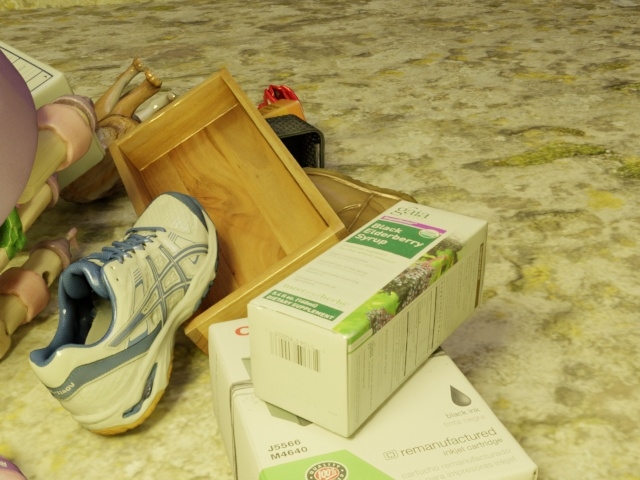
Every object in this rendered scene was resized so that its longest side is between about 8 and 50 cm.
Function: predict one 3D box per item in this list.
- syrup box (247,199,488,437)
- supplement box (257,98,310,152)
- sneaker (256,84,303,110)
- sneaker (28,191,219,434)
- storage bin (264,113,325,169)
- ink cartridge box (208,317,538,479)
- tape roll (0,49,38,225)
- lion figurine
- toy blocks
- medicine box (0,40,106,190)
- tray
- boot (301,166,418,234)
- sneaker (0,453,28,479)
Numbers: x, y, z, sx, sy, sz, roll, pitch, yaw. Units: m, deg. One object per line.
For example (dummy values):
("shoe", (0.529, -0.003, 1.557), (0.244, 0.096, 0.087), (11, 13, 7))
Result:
("syrup box", (0.050, 0.053, 0.678), (0.093, 0.096, 0.237), (17, 32, 31))
("supplement box", (-0.136, -0.152, 1.291), (0.234, 0.080, 0.078), (-28, 22, -17))
("sneaker", (-0.096, -0.232, 1.444), (0.221, 0.128, 0.087), (24, 36, 37))
("sneaker", (-0.193, 0.042, 0.816), (0.112, 0.131, 0.296), (-12, 45, 24))
("storage bin", (-0.090, -0.115, 1.226), (0.180, 0.122, 0.084), (-15, 31, -25))
("ink cartridge box", (0.025, 0.168, 0.687), (0.199, 0.114, 0.273), (-9, 28, -16))
("tape roll", (-0.399, -0.093, 0.701), (0.275, 0.090, 0.274), (-2, 67, 6))
("lion figurine", (-0.353, -0.186, 1.371), (0.240, 0.142, 0.392), (-44, 17, 1))
("toy blocks", (-0.380, -0.036, 0.917), (0.309, 0.288, 0.260), (1, 34, 9))
("medicine box", (-0.498, -0.141, 1.096), (0.289, 0.149, 0.263), (29, 61, 36))
("tray", (-0.124, -0.054, 1.006), (0.203, 0.076, 0.411), (-34, 43, 0))
("boot", (0.000, 0.000, 1.043), (0.236, 0.089, 0.269), (7, 30, 17))
("sneaker", (-0.311, 0.241, 0.603), (0.105, 0.095, 0.236), (30, 40, 8))
